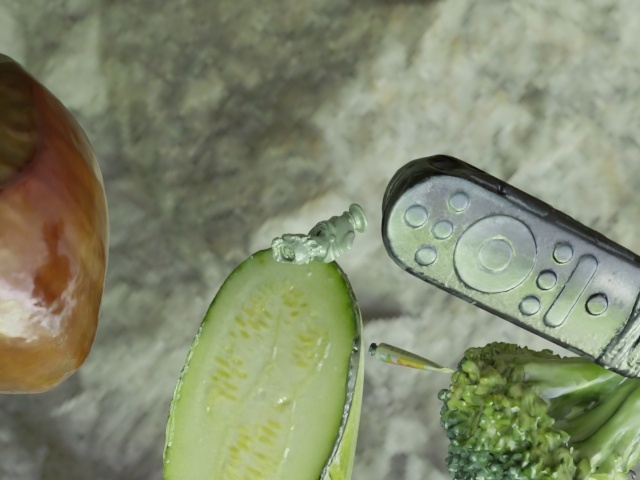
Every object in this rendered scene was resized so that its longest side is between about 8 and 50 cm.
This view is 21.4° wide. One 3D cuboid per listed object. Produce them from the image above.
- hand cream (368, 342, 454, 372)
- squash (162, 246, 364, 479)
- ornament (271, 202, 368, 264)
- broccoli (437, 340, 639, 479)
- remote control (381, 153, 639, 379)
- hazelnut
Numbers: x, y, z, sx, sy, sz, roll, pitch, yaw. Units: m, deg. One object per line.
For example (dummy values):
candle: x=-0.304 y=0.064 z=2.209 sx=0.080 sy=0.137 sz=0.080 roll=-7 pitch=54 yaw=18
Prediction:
hand cream: x=0.102 y=0.137 z=1.937 sx=0.102 sy=0.022 sz=0.035 roll=15 pitch=173 yaw=26
squash: x=-0.052 y=0.168 z=2.053 sx=0.234 sy=0.309 sz=0.210 roll=26 pitch=-141 yaw=27
ornament: x=0.003 y=-0.001 z=1.603 sx=0.092 sy=0.068 sz=0.041 roll=-34 pitch=-72 yaw=-52
broccoli: x=0.280 y=0.143 z=1.626 sx=0.275 sy=0.397 sz=0.353 roll=39 pitch=-126 yaw=-5
remote control: x=0.160 y=0.020 z=1.184 sx=0.266 sy=0.090 sz=0.066 roll=26 pitch=-159 yaw=-16
hazelnut: x=-0.364 y=-0.015 z=1.673 sx=0.366 sy=0.366 sz=0.366 roll=30 pitch=-149 yaw=-20
